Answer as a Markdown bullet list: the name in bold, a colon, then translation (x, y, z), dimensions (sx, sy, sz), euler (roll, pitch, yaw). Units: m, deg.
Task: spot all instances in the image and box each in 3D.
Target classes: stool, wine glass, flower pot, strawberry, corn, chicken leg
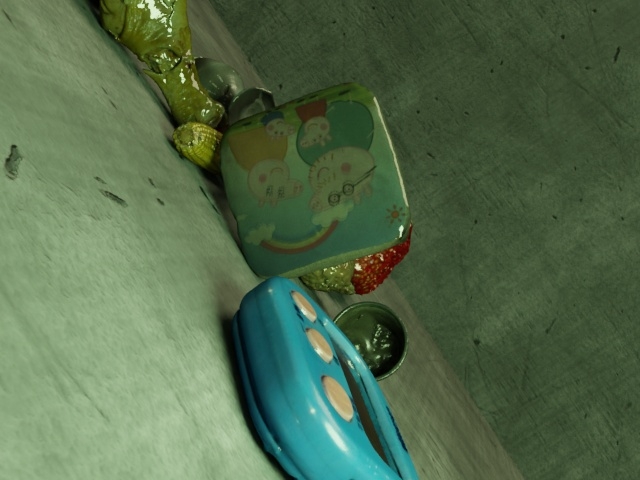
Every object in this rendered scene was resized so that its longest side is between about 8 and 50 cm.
- **stool**: translation (0.001, -0.093, 1.516), dimensions (0.226, 0.310, 0.310), euler (33, 42, -77)
- **wine glass**: translation (-0.203, -0.304, 1.728), dimensions (0.241, 0.126, 0.126), euler (37, -8, 45)
- **flower pot**: translation (0.094, 0.208, 1.595), dimensions (0.157, 0.157, 0.107), euler (59, -5, 20)
- **strawberry**: translation (0.084, -0.015, 2.079), dimensions (0.292, 0.292, 0.343), euler (56, 20, 4)
- **corn**: translation (-0.207, -0.170, 1.535), dimensions (0.080, 0.080, 0.231), euler (58, 8, 12)
- **chicken leg**: translation (-0.290, -0.377, 1.541), dimensions (0.153, 0.201, 0.429), euler (-92, 160, -71)

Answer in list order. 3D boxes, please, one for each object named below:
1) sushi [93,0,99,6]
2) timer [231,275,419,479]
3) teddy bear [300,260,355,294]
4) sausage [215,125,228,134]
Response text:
- **sushi**: translation (-0.434, -0.497, 1.593), dimensions (0.083, 0.056, 0.085), euler (60, 4, -26)
- **timer**: translation (0.007, 0.223, 1.102), dimensions (0.309, 0.115, 0.340), euler (49, 11, -36)
- **teddy bear**: translation (0.000, 0.000, 1.795), dimensions (0.267, 0.156, 0.256), euler (36, 22, -41)
- **sausage**: translation (-0.161, -0.228, 1.835), dimensions (0.254, 0.148, 0.148), euler (59, 9, 30)
